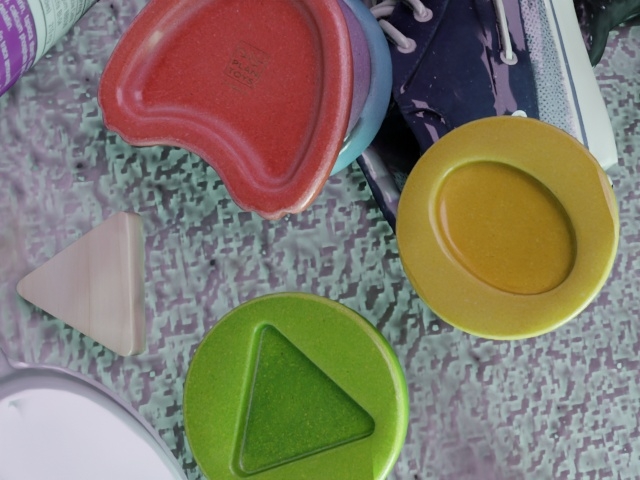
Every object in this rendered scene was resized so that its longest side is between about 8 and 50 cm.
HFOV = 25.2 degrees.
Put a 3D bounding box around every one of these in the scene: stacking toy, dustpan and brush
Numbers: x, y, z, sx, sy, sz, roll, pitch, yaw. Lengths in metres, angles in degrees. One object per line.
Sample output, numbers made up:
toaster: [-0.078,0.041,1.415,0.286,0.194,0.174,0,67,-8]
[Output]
stacking toy: [0.000,0.000,0.863,0.309,0.130,0.279,39,100,15]
dustpan and brush: [-0.175,0.100,0.825,0.147,0.060,0.211,-24,90,-15]

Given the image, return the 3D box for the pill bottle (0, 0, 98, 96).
pill bottle: [-0.215,-0.172,0.824,0.169,0.169,0.301,42,61,-6]

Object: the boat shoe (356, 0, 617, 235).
boat shoe: [0.078,-0.163,0.970,0.158,0.127,0.340,-15,82,-32]

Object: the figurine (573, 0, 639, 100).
figurine: [0.267,-0.162,1.025,0.209,0.215,0.092,-37,127,-23]
